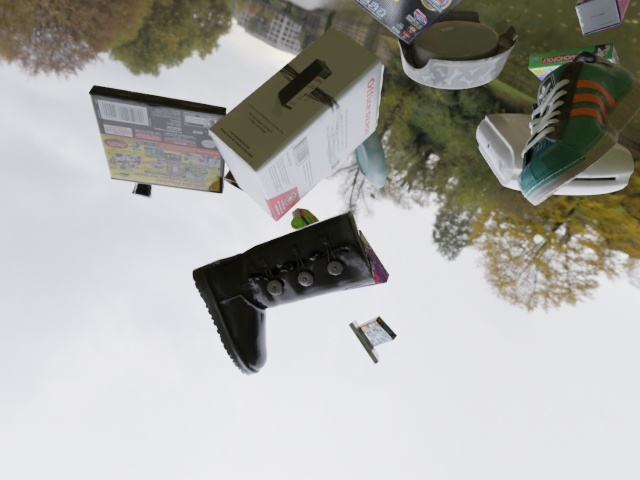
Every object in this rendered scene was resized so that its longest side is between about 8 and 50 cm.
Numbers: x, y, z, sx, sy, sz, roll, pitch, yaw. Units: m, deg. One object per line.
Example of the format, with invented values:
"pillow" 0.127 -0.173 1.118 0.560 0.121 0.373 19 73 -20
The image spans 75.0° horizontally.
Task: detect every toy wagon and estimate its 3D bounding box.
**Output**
"toy wagon" 0.000 0.000 1.889 0.344 0.068 0.267 53 -166 10

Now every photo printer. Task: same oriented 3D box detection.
"photo printer" 0.518 -0.199 0.950 0.257 0.107 0.307 2 -148 4

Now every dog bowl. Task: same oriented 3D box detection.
"dog bowl" 0.411 -0.589 1.287 0.350 0.102 0.348 -3 -132 3

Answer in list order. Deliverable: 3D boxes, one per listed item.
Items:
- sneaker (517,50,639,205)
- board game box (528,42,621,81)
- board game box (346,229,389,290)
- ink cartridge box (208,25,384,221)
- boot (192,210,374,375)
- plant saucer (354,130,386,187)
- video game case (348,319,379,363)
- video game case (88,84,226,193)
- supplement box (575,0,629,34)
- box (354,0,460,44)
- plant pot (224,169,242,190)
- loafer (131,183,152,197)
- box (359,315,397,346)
"sneaker" 0.331 -0.162 0.568 0.121 0.108 0.302 45 -120 9
"board game box" 0.820 -0.546 1.330 0.214 0.046 0.318 8 -170 39
"board game box" 0.040 0.092 1.461 0.208 0.347 0.056 52 -139 -28
"ink cartridge box" -0.029 -0.191 0.717 0.114 0.273 0.197 43 169 16
"boot" -0.065 0.152 1.137 0.446 0.366 0.146 -21 -158 2
"plant saucer" 0.135 -0.242 1.206 0.038 0.194 0.195 -17 -142 -10
"video game case" 0.142 0.323 1.344 0.143 0.019 0.157 55 -178 11
"video game case" -0.362 -0.221 0.970 0.275 0.248 0.035 7 -129 -9
"supplement box" 0.951 -0.812 1.391 0.111 0.220 0.114 2 141 49
"box" 0.214 -0.679 1.110 0.270 0.060 0.216 27 158 -23
"plant pot" -0.239 -0.299 1.660 0.216 0.230 0.215 24 177 2
"loafer" -0.559 -0.168 1.323 0.062 0.061 0.170 15 178 -31
"box" 0.199 0.325 1.481 0.094 0.137 0.027 48 -124 2
